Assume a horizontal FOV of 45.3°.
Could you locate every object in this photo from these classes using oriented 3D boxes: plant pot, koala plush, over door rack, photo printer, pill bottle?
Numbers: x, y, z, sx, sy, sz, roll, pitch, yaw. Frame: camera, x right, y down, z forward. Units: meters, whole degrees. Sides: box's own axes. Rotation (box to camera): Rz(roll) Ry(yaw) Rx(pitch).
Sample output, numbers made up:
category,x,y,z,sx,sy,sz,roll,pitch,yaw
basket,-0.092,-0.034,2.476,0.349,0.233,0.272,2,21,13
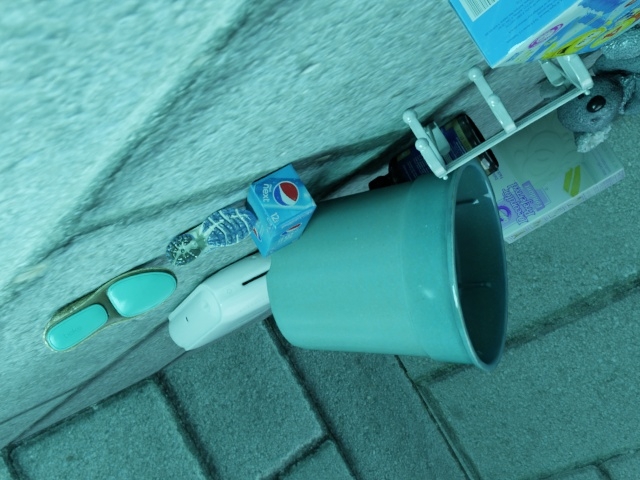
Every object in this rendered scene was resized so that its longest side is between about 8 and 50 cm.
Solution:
category,x,y,z,sx,sy,sz,roll,pitch,yaw
plant pot,0.110,0.051,1.286,0.334,0.341,0.341,-6,-176,25
koala plush,0.557,-0.285,1.486,0.221,0.196,0.203,-37,-175,23
over door rack,0.249,-0.209,1.132,0.240,0.108,0.324,-30,-173,15
photo printer,-0.172,0.117,1.655,0.256,0.107,0.307,-25,172,-35
pill bottle,0.203,-0.124,1.405,0.219,0.122,0.123,-32,173,18

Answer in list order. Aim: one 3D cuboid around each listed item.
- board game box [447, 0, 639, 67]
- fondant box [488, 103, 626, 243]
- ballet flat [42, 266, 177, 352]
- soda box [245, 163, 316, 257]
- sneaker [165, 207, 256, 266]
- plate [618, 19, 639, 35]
category,x,y,z,sx,sy,sz,roll,pitch,yaw
board game box,0.327,-0.304,0.759,0.308,0.086,0.302,-36,171,40
fondant box,0.544,-0.179,1.905,0.330,0.238,0.096,-33,161,18
ballet flat,-0.311,0.091,1.127,0.206,0.073,0.067,-25,-160,-16
soda box,-0.064,-0.038,1.120,0.067,0.071,0.210,-29,173,-14
sneaker,-0.154,-0.009,1.091,0.135,0.052,0.058,-23,-176,3
plate,0.504,-0.374,1.272,0.188,0.024,0.188,-30,172,-4
